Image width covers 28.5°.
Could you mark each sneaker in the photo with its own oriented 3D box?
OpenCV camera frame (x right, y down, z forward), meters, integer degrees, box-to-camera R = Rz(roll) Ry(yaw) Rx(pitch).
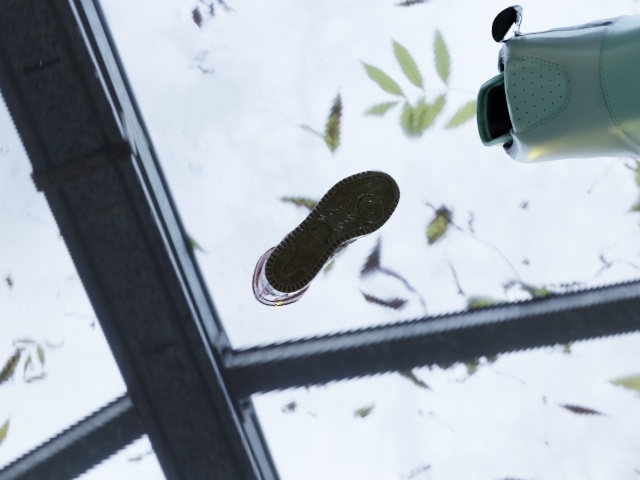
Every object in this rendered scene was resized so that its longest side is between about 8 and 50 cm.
[{"bbox_3d":[0.000,0.000,0.838,0.118,0.067,0.042,-40,-92,-24],"label":"sneaker"},{"bbox_3d":[0.169,-0.091,0.730,0.151,0.256,0.094,-6,-91,15],"label":"sneaker"}]
